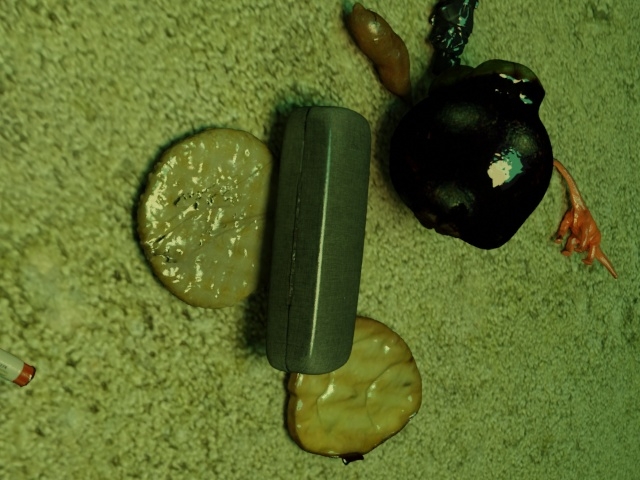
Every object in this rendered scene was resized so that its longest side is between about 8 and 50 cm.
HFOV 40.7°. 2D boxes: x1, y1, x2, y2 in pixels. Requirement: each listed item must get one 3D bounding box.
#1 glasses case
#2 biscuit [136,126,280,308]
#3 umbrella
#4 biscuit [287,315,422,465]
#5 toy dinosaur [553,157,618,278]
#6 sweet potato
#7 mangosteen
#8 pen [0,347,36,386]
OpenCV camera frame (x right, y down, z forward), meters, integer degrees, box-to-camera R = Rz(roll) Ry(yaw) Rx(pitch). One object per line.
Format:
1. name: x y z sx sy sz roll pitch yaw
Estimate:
1. glasses case: 0.000 0.000 1.049 0.131 0.074 0.323 3 92 -61
2. biscuit: -0.115 -0.024 1.006 0.219 0.033 0.220 -11 107 -39
3. umbrella: 0.197 -0.335 1.186 0.071 0.080 0.224 -23 125 -74
4. biscuit: 0.053 0.209 1.200 0.260 0.041 0.203 19 84 -42
5. toy dinosaur: 0.433 -0.027 1.462 0.279 0.055 0.101 48 59 -35
6. sweet potato: 0.090 -0.235 1.125 0.056 0.056 0.195 -54 134 -18
7. mangosteen: 0.201 -0.116 1.133 0.242 0.243 0.243 -10 106 -39
8. pen: -0.364 0.084 0.821 0.218 0.026 0.026 42 72 -38
